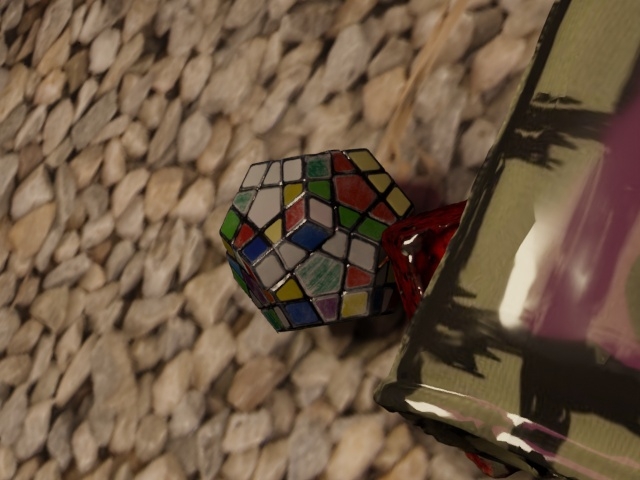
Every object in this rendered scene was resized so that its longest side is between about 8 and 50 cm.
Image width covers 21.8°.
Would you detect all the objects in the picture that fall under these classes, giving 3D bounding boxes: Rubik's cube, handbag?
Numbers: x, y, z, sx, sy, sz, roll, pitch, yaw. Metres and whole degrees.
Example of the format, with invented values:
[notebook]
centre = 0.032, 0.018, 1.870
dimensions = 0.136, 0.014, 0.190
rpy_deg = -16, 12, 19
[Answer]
[Rubik's cube]
centre = 0.000, 0.000, 0.902
dimensions = 0.111, 0.093, 0.111
rpy_deg = -21, 54, 33
[handbag]
centre = 0.227, -0.017, 0.614
dimensions = 0.327, 0.162, 0.325
rpy_deg = 21, 86, 28

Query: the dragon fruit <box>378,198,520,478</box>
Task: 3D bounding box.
[dragon fruit]
centre = 0.115, 0.026, 0.798
dimensions = 0.161, 0.121, 0.127
rpy_deg = -21, 6, 4
